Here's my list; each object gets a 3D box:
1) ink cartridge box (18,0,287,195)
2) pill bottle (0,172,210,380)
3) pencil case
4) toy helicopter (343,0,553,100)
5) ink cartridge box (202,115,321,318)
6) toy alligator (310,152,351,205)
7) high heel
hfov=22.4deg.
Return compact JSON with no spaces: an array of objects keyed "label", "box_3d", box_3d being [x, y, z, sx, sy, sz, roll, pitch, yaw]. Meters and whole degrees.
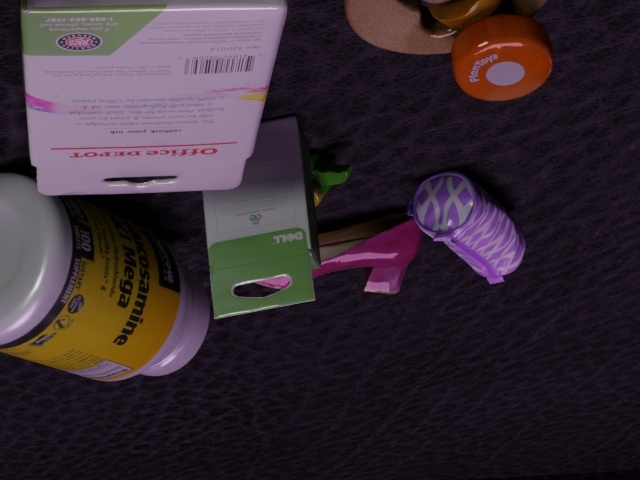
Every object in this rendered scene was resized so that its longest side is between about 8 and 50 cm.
[{"label":"ink cartridge box","box_3d":[-0.152,-0.160,1.385,0.207,0.119,0.353,-2,158,-10]},{"label":"pill bottle","box_3d":[-0.271,0.055,1.822,0.188,0.188,0.334,-17,158,24]},{"label":"pencil case","box_3d":[0.181,-0.016,1.934,0.086,0.088,0.206,-14,160,23]},{"label":"toy helicopter","box_3d":[0.114,-0.268,1.235,0.235,0.140,0.355,9,145,-18]},{"label":"ink cartridge box","box_3d":[-0.061,-0.017,1.669,0.109,0.209,0.062,-10,157,8]},{"label":"toy alligator","box_3d":[-0.034,-0.057,1.809,0.051,0.056,0.190,45,141,-11]},{"label":"high heel","box_3d":[0.000,0.000,1.970,0.244,0.082,0.117,10,125,-7]}]
